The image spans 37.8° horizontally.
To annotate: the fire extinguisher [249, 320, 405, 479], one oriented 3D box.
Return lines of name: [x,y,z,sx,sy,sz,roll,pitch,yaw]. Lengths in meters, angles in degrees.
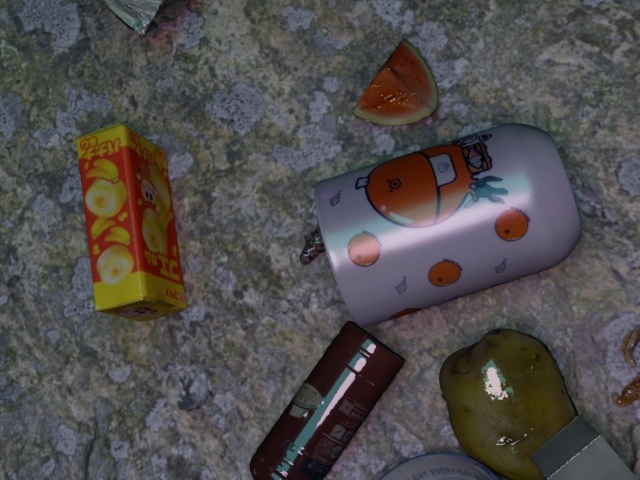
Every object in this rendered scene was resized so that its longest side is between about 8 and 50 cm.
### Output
fire extinguisher: [-0.024,0.274,1.287,0.102,0.138,0.344,35,88,23]

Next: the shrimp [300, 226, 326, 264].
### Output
shrimp: [0.000,-0.004,1.402,0.092,0.029,0.038,-39,63,-1]

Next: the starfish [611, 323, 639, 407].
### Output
starfish: [0.481,0.165,1.230,0.210,0.053,0.150,-32,59,11]

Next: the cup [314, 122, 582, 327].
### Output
cup: [0.175,-0.027,1.264,0.317,0.212,0.212,-17,74,9]

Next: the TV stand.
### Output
TV stand: [0.377,0.343,1.135,0.088,0.083,0.269,-40,99,4]

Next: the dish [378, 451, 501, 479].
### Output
dish: [0.169,0.423,1.205,0.273,0.134,0.273,-25,48,31]

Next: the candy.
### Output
candy: [-0.287,-0.024,1.424,0.088,0.146,0.276,-15,76,13]

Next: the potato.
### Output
potato: [0.247,0.217,1.220,0.154,0.137,0.200,-30,88,40]

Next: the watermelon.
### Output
watermelon: [0.109,-0.244,1.390,0.125,0.094,0.135,0,73,23]

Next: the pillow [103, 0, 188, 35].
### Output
pillow: [-0.285,-0.506,1.532,0.310,0.138,0.283,42,91,22]
